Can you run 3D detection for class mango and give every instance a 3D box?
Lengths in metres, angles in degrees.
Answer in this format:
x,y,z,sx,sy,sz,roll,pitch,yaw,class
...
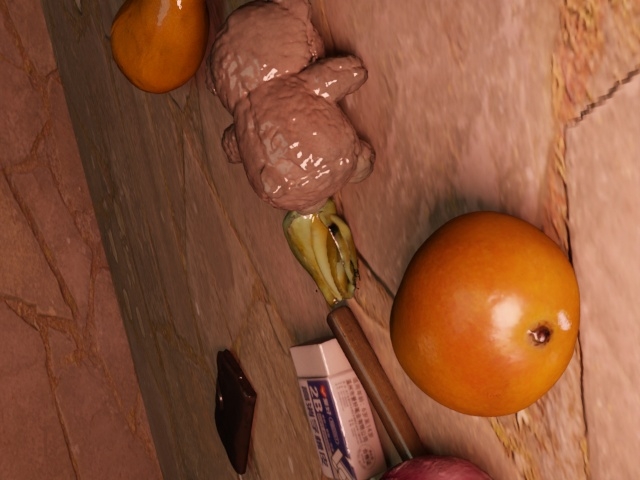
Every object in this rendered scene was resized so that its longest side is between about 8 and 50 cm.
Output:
x,y,z,sx,sy,sz,roll,pitch,yaw,class
-0.295,-0.371,1.279,0.359,0.144,0.186,-2,105,61,mango
0.146,0.081,0.661,0.254,0.139,0.175,107,152,-59,mango

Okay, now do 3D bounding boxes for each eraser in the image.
x,y,z,sx,sy,sz,roll,pitch,yaw,class
0.024,0.255,1.069,0.124,0.068,0.210,-24,82,64,eraser

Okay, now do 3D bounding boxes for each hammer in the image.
x,y,z,sx,sy,sz,roll,pitch,yaw,class
0.117,0.280,0.925,0.439,0.044,0.168,61,151,26,hammer

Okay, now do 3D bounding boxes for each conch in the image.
x,y,z,sx,sy,sz,roll,pitch,yaw,class
0.001,-0.003,0.971,0.095,0.080,0.200,-22,101,51,conch

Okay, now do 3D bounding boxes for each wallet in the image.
x,y,z,sx,sy,sz,roll,pitch,yaw,class
-0.205,0.400,1.626,0.165,0.042,0.309,51,145,37,wallet

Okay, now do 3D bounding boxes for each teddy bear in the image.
x,y,z,sx,sy,sz,roll,pitch,yaw,class
-0.046,-0.165,0.873,0.236,0.151,0.267,-32,68,33,teddy bear

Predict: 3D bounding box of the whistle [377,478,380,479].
x,y,z,sx,sy,sz,roll,pitch,yaw,class
0.091,0.446,1.004,0.102,0.106,0.253,17,123,26,whistle

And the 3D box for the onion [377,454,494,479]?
x,y,z,sx,sy,sz,roll,pitch,yaw,class
0.104,0.369,0.805,0.284,0.120,0.226,-25,72,57,onion
